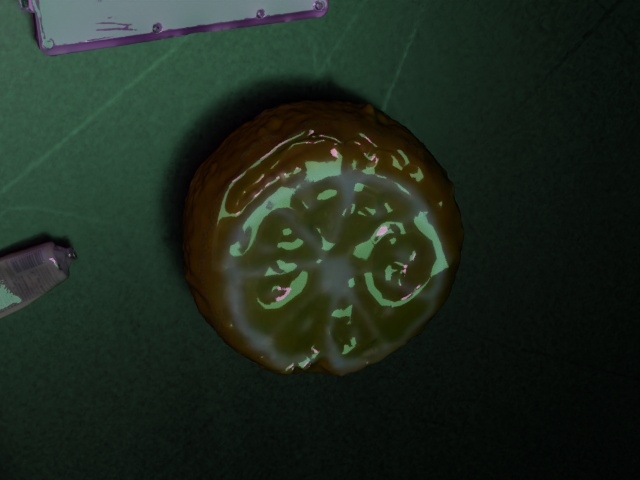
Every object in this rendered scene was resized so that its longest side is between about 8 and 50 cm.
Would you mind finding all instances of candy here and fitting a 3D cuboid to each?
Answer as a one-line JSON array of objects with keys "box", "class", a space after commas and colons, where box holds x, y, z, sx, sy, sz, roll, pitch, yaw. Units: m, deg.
[{"box": [0.000, 0.000, 1.553, 0.259, 0.118, 0.260, -4, 110, -13], "class": "candy"}]

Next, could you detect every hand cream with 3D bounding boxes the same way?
[{"box": [-0.293, 0.046, 1.532, 0.165, 0.037, 0.057, -25, 113, 0], "class": "hand cream"}]

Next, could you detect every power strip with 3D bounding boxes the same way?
[{"box": [-0.123, -0.231, 1.485, 0.278, 0.037, 0.109, -10, 109, -13], "class": "power strip"}]
